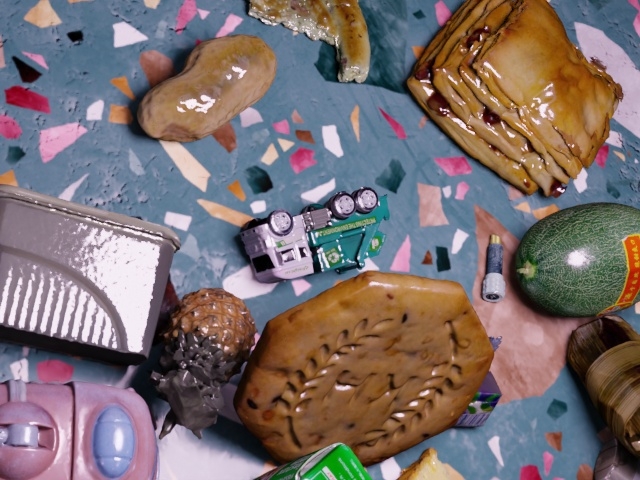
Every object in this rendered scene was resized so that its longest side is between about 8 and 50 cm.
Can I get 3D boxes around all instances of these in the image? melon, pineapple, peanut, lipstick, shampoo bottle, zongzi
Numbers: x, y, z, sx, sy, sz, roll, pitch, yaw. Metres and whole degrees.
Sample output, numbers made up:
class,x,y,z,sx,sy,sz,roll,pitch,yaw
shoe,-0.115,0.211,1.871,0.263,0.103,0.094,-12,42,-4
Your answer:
class,x,y,z,sx,sy,sz,roll,pitch,yaw
melon,0.419,0.031,1.831,0.288,0.182,0.182,-8,74,-27
pineapple,-0.156,0.154,1.490,0.128,0.128,0.248,36,22,-8
peanut,-0.168,-0.222,1.707,0.236,0.110,0.120,-35,108,-24
lipstick,0.277,0.039,1.849,0.037,0.037,0.116,18,60,-17
shampoo bottle,0.529,0.397,1.809,0.227,0.056,0.086,34,49,-9
zongzi,0.522,0.271,1.810,0.288,0.134,0.286,44,13,-36

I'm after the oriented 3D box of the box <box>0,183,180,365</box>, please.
class,x,y,z,sx,sy,sz,roll,pitch,yaw
box,-0.330,0.050,1.509,0.274,0.138,0.178,14,70,-19

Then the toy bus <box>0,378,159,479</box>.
class,x,y,z,sx,sy,sz,roll,pitch,yaw
toy bus,-0.318,0.254,1.373,0.294,0.232,0.197,8,67,-21

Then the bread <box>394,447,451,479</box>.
class,x,y,z,sx,sy,sz,roll,pitch,yaw
bread,0.158,0.347,1.645,0.109,0.080,0.084,-36,90,-29

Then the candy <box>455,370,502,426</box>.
class,x,y,z,sx,sy,sz,roll,pitch,yaw
candy,0.107,0.222,1.662,0.312,0.088,0.061,5,45,-23

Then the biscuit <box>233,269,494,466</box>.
class,x,y,z,sx,sy,sz,roll,pitch,yaw
biscuit,0.063,0.182,1.537,0.359,0.359,0.046,4,38,-23

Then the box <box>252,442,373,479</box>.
class,x,y,z,sx,sy,sz,roll,pitch,yaw
box,0.019,0.393,1.508,0.103,0.180,0.250,-35,89,-43

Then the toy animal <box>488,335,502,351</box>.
class,x,y,z,sx,sy,sz,roll,pitch,yaw
toy animal,0.157,0.172,1.701,0.220,0.108,0.062,-12,75,4

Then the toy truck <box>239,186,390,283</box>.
class,x,y,z,sx,sy,sz,roll,pitch,yaw
toy truck,0.000,0.000,1.696,0.216,0.110,0.116,-16,89,-29

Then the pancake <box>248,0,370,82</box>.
class,x,y,z,sx,sy,sz,roll,pitch,yaw
pancake,-0.039,-0.410,1.868,0.376,0.054,0.197,49,59,1

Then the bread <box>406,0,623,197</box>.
class,x,y,z,sx,sy,sz,roll,pitch,yaw
bread,0.336,-0.256,1.913,0.324,0.167,0.277,38,59,-5
